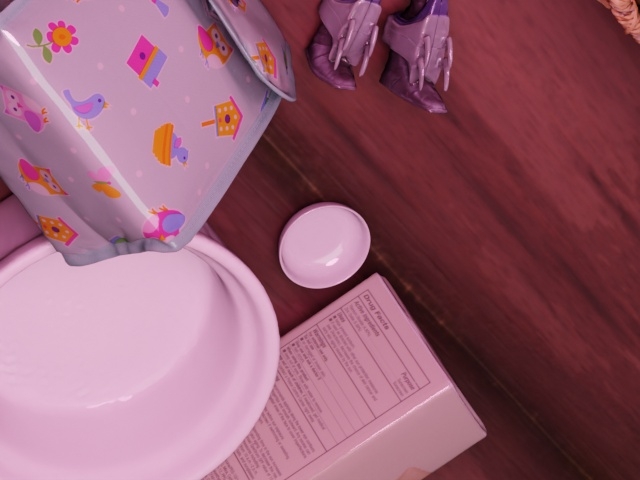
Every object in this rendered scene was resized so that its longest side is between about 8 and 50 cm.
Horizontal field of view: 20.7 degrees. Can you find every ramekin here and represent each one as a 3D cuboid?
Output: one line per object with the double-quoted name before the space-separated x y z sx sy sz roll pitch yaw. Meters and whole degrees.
"ramekin" -0.184 0.077 1.445 0.277 0.135 0.277 -9 122 -15

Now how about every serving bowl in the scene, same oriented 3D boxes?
"serving bowl" 0.000 0.000 1.533 0.083 0.027 0.083 -10 122 -16

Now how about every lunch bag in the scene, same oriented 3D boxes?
"lunch bag" -0.137 -0.147 1.278 0.223 0.160 0.262 55 52 -26

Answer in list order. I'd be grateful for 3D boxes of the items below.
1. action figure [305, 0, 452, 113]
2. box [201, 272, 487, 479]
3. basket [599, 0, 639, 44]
"action figure" 0.081 -0.252 1.375 0.185 0.099 0.285 7 113 -19
"box" -0.026 0.185 1.549 0.311 0.148 0.121 -33 144 2
"basket" 0.372 -0.213 1.429 0.299 0.223 0.213 17 112 -29
